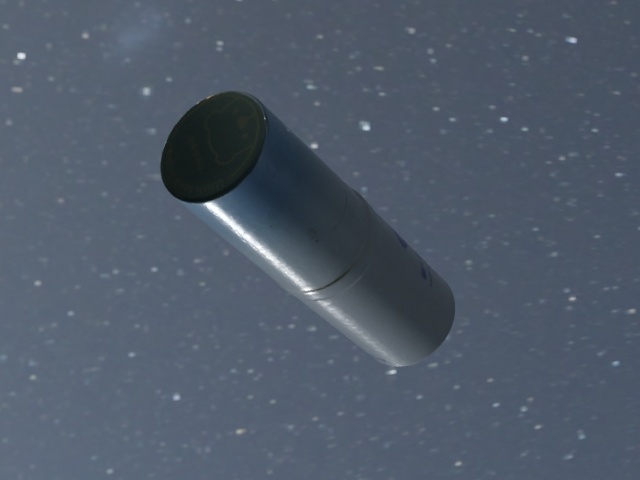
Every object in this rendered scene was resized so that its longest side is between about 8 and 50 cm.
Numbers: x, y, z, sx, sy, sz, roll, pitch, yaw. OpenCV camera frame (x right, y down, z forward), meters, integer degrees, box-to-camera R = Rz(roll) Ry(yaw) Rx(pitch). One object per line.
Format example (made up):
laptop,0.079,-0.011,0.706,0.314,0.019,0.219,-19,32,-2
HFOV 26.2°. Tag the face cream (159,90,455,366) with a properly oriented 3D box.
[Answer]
face cream,0.000,0.000,0.870,0.077,0.250,0.077,-15,-123,26
